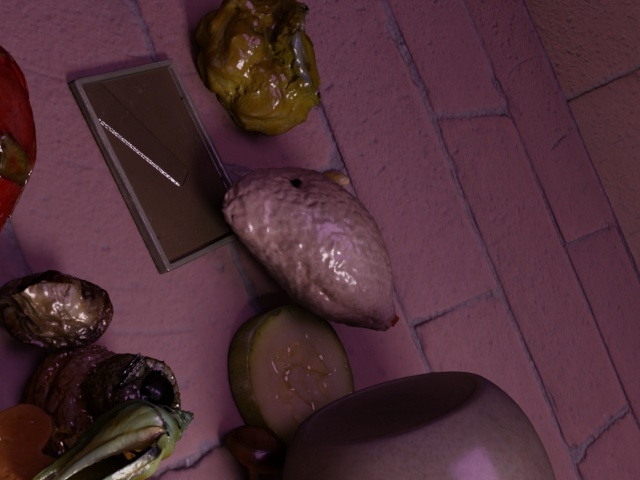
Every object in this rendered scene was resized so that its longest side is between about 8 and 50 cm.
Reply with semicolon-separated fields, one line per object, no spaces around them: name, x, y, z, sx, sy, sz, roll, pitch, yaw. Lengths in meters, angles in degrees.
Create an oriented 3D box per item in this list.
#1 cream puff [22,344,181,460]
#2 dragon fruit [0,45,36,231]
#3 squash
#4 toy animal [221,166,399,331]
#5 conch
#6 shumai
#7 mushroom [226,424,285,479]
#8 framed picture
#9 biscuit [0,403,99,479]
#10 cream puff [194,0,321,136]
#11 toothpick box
cream puff;-0.257;0.203;1.244;0.183;0.169;0.183;26;53;-40
dragon fruit;-0.453;-0.106;1.088;0.277;0.277;0.343;28;38;-40
squash;-0.040;0.228;1.601;0.252;0.049;0.252;27;51;-40
toy animal;0.005;0.005;1.632;0.358;0.188;0.226;48;27;-15
conch;-0.223;0.235;1.127;0.201;0.095;0.080;-41;135;-42
shumai;-0.329;0.073;1.256;0.139;0.105;0.123;27;37;-21
mushroom;-0.085;0.329;1.472;0.088;0.072;0.130;-85;151;-85
framed picture;-0.242;-0.126;1.574;0.240;0.020;0.324;-31;95;-54
biscuit;-0.353;0.274;1.094;0.339;0.047;0.216;29;34;-2
cream puff;-0.082;-0.330;1.752;0.281;0.185;0.282;24;54;-38
toothpick box;0.163;0.434;1.432;0.409;0.408;0.425;-25;101;-54
